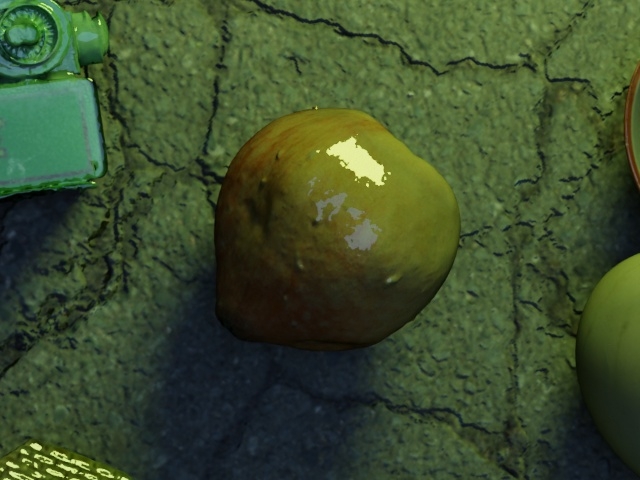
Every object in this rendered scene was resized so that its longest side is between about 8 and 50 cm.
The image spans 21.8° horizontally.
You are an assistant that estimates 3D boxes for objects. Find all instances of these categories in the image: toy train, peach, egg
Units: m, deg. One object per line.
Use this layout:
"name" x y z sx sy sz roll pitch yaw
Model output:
"toy train" -0.301 -0.124 1.452 0.243 0.132 0.188 -7 97 -10
"peach" 0.000 0.000 1.450 0.233 0.232 0.232 0 88 -9
"egg" 0.331 0.125 1.512 0.186 0.186 0.241 -18 94 -10

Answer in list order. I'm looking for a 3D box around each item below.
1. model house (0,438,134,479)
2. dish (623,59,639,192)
"model house" -0.260 0.269 1.410 0.195 0.214 0.189 22 74 -6
"dish" 0.396 -0.098 1.582 0.260 0.085 0.260 1 84 -13
